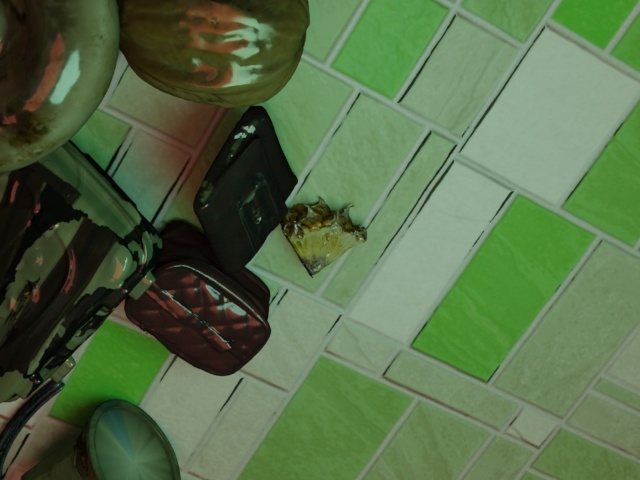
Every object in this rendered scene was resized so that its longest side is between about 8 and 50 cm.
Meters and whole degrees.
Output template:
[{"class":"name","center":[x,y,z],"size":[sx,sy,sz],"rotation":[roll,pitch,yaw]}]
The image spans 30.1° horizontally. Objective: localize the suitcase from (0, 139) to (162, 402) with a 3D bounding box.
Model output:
[{"class":"suitcase","center":[-0.426,0.012,1.667],"size":[0.339,0.194,0.351],"rotation":[46,106,5]}]

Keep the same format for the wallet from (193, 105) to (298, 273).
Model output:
[{"class":"wallet","center":[-0.102,-0.065,1.638],"size":[0.049,0.229,0.182],"rotation":[27,73,19]}]

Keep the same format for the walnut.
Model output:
[{"class":"walnut","center":[-0.144,-0.281,1.541],"size":[0.260,0.225,0.225],"rotation":[2,117,0]}]

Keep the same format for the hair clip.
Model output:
[{"class":"hair clip","center":[-0.493,0.325,1.908],"size":[0.083,0.048,0.275],"rotation":[27,110,-14]}]

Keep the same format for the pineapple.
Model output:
[{"class":"pineapple","center":[0.000,0.000,1.779],"size":[0.137,0.069,0.116],"rotation":[8,115,-12]}]

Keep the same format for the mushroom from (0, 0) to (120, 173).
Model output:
[{"class":"mushroom","center":[-0.431,-0.261,1.443],"size":[0.362,0.294,0.362],"rotation":[1,93,14]}]

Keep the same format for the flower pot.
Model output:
[{"class":"flower pot","center":[-0.359,0.390,1.875],"size":[0.202,0.212,0.212],"rotation":[-33,116,19]}]

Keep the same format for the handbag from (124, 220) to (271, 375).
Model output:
[{"class":"handbag","center":[-0.179,0.091,1.771],"size":[0.146,0.135,0.225],"rotation":[-41,115,19]}]
